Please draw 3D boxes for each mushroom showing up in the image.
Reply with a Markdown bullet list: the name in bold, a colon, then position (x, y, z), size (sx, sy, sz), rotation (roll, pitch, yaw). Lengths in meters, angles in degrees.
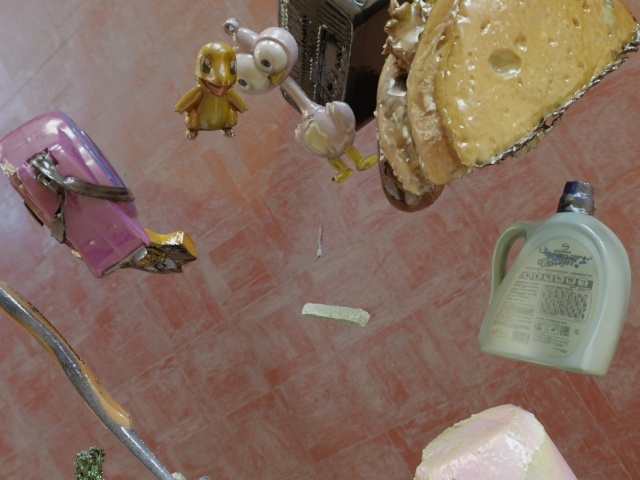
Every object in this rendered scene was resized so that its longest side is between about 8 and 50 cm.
- **mushroom**: position (0.219, -0.193, 1.271), size (0.153, 0.253, 0.253), rotation (-4, 95, 32)

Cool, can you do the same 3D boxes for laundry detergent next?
- **laundry detergent**: position (0.348, 0.049, 0.812), size (0.215, 0.105, 0.280), rotation (0, 77, 55)

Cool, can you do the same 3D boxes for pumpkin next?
- **pumpkin**: position (-0.417, 0.018, 1.282), size (0.258, 0.290, 0.095), rotation (-25, 60, 49)

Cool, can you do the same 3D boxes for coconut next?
- **coconut**: position (0.260, 0.386, 0.756), size (0.233, 0.233, 0.245), rotation (-31, 82, 20)

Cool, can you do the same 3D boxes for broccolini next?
- **broccolini**: position (-0.382, 0.470, 0.896), size (0.054, 0.051, 0.239), rotation (139, 126, -58)

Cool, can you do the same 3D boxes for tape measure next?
- **tape measure**: position (-0.200, -0.041, 0.435), size (0.074, 0.125, 0.118), rotation (-37, 126, -13)

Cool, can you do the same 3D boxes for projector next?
- **projector**: position (0.109, -0.478, 1.153), size (0.405, 0.395, 0.242), rotation (-41, 75, -19)

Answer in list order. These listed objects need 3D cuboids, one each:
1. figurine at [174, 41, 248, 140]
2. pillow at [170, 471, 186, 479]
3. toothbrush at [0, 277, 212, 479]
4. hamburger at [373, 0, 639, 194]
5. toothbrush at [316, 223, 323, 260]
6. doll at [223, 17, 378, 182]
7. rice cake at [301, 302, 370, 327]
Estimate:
- **figurine**: position (-0.175, -0.255, 0.865), size (0.176, 0.121, 0.122), rotation (126, 134, -58)
- **pillow**: position (-0.322, 0.641, 1.103), size (0.274, 0.076, 0.280), rotation (-30, 84, 24)
- **toothbrush**: position (-0.185, 0.131, 0.452), size (0.321, 0.023, 0.031), rotation (38, 80, 11)
- **hamburger**: position (0.240, -0.285, 0.830), size (0.445, 0.268, 0.287), rotation (-37, 99, -20)
- **toothbrush**: position (0.000, 0.000, 1.386), size (0.013, 0.193, 0.019), rotation (11, 117, -3)
- **doll**: position (-0.043, -0.265, 1.007), size (0.365, 0.094, 0.160), rotation (43, 147, -19)
- **rice cake**: position (0.039, 0.202, 1.464), size (0.245, 0.042, 0.045), rotation (0, 55, 51)
